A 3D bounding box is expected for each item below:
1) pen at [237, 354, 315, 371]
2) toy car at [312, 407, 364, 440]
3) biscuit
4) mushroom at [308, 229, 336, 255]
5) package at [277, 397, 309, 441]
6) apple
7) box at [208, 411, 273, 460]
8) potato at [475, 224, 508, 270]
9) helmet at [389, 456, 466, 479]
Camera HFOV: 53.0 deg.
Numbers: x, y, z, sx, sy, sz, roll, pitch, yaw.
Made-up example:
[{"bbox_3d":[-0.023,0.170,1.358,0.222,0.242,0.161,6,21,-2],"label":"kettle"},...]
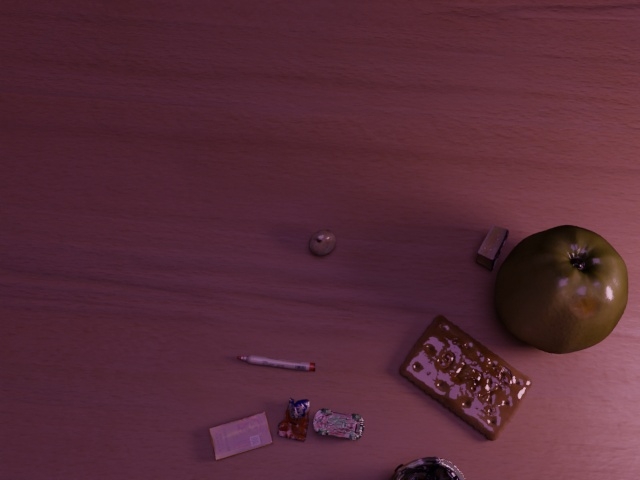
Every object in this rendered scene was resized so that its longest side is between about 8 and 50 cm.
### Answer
[{"bbox_3d":[-0.122,0.338,1.776,0.218,0.026,0.026,7,68,1],"label":"pen"},{"bbox_3d":[0.047,0.489,1.707,0.142,0.055,0.069,12,76,-8],"label":"toy car"},{"bbox_3d":[0.403,0.374,1.773,0.325,0.044,0.217,37,70,12],"label":"biscuit"},{"bbox_3d":[0.000,0.000,1.895,0.085,0.085,0.079,-31,44,-13],"label":"mushroom"},{"bbox_3d":[-0.069,0.477,1.719,0.077,0.033,0.110,14,81,-21],"label":"package"},{"bbox_3d":[0.655,0.128,1.734,0.357,0.357,0.357,1,68,-2],"label":"apple"},{"bbox_3d":[-0.211,0.519,1.701,0.156,0.022,0.089,-16,71,-9],"label":"box"},{"bbox_3d":[0.509,0.018,1.896,0.061,0.086,0.122,24,67,18],"label":"potato"},{"bbox_3d":[0.263,0.650,1.611,0.224,0.130,0.198,-31,69,-3],"label":"helmet"}]
